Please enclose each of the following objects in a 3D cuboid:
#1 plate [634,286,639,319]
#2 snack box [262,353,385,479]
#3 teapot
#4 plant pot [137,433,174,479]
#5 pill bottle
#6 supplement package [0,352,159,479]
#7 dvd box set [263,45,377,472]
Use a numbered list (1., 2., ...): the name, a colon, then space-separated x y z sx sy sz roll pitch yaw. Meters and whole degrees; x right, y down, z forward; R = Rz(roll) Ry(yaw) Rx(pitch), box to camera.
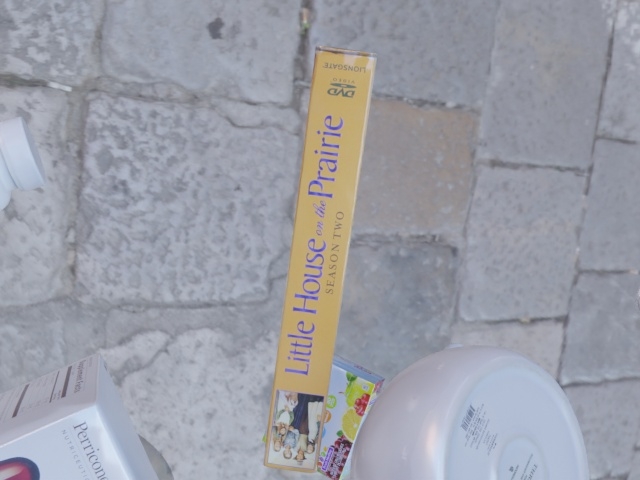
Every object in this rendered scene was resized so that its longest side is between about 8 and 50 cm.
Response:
1. plate: 0.520 0.144 0.962 0.277 0.045 0.278 -25 83 -42
2. snack box: 0.004 0.323 1.415 0.070 0.175 0.207 -2 114 -67
3. teapot: 0.117 0.227 0.712 0.256 0.187 0.252 2 78 -40
4. plant pot: -0.341 0.364 0.917 0.284 0.191 0.284 3 130 4
5. pill bottle: -0.441 -0.076 0.875 0.209 0.117 0.117 -19 113 -13
6. supplement package: -0.250 0.204 0.540 0.244 0.134 0.139 -24 103 -11
7. dvd box set: 0.000 0.000 0.851 0.062 0.307 0.420 8 103 0
